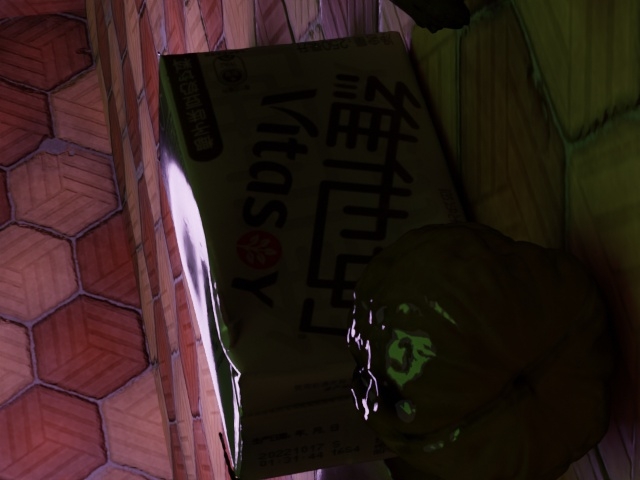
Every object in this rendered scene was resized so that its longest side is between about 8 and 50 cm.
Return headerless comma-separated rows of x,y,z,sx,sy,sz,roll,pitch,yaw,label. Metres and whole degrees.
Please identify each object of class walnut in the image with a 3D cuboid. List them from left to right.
0.090,0.064,1.120,0.184,0.155,0.155,-152,56,-71,walnut

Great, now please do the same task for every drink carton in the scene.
0.000,0.000,1.410,0.132,0.194,0.324,93,165,-49,drink carton

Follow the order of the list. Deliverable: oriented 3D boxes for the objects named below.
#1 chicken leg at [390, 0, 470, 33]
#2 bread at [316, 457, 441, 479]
0.073,-0.205,1.092,0.361,0.140,0.211,82,-163,-62,chicken leg
0.051,0.234,1.542,0.138,0.077,0.361,60,159,28,bread
